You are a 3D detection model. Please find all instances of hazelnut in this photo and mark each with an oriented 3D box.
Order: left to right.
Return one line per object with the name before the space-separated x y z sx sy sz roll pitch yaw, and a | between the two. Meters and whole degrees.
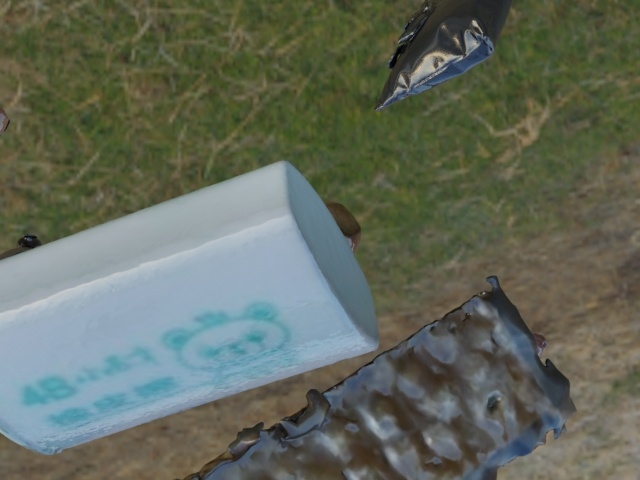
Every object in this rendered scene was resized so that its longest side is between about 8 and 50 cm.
hazelnut | 0.000 0.000 1.181 0.086 0.086 0.086 -3 145 -2

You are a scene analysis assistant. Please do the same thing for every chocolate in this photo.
chocolate | 0.000 0.130 0.612 0.329 0.102 0.065 -28 177 -34

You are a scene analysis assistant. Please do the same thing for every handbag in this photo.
handbag | 0.174 -0.285 1.582 0.088 0.254 0.211 43 134 -17

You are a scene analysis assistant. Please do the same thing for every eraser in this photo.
eraser | -0.120 0.058 0.894 0.290 0.104 0.189 -19 137 12

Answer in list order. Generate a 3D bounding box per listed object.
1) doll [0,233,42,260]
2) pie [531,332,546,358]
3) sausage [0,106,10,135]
doll | -0.397 0.085 1.581 0.117 0.182 0.257 8 170 -20
pie | 0.280 0.192 2.071 0.204 0.054 0.219 0 170 -9
sausage | -0.473 -0.105 1.515 0.186 0.043 0.043 -40 146 -12
